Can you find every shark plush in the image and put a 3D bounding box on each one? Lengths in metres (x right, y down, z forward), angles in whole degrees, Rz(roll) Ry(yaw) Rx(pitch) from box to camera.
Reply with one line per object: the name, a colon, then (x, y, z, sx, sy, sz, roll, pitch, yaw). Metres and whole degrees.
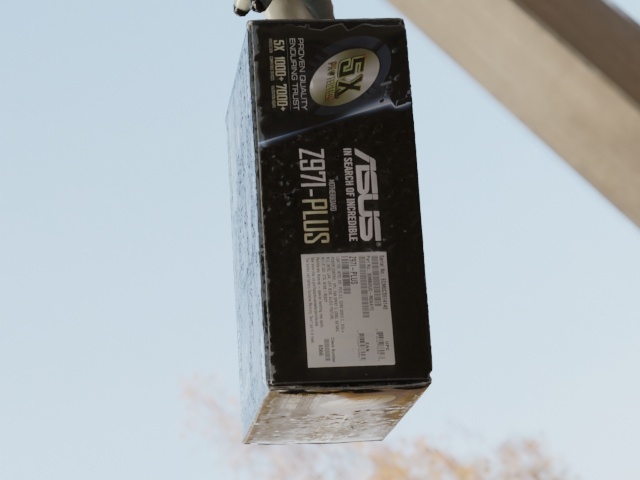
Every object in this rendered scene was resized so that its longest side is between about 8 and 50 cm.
shark plush: (-0.014, -0.203, 1.290, 0.067, 0.161, 0.073, 7, -9, -12)

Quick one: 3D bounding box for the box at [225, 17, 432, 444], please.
box: (0.000, 0.000, 0.968, 0.078, 0.180, 0.147, -1, -16, -8)
